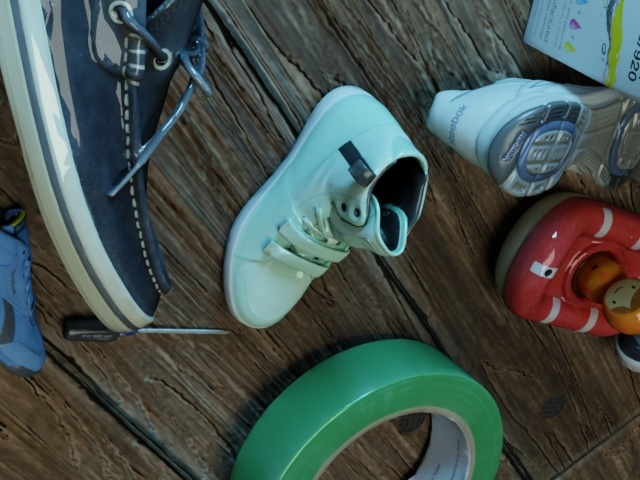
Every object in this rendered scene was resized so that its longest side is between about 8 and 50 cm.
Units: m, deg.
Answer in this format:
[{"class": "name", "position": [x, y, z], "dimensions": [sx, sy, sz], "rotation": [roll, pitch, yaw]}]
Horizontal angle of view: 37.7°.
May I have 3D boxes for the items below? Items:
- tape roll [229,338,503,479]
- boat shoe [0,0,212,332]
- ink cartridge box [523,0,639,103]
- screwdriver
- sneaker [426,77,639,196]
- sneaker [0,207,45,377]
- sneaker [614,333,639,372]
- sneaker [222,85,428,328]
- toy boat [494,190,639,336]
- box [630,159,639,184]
[{"class": "tape roll", "position": [0.055, 0.266, 1.045], "dimensions": [0.321, 0.077, 0.321], "rotation": [-16, 123, -27]}, {"class": "boat shoe", "position": [-0.147, -0.154, 0.666], "dimensions": [0.156, 0.187, 0.500], "rotation": [-10, 117, -13]}, {"class": "ink cartridge box", "position": [0.326, -0.214, 0.815], "dimensions": [0.168, 0.232, 0.171], "rotation": [-2, 119, -24]}, {"class": "screwdriver", "position": [-0.163, 0.083, 0.901], "dimensions": [0.170, 0.024, 0.025], "rotation": [-1, 90, -31]}, {"class": "sneaker", "position": [0.227, -0.118, 0.908], "dimensions": [0.297, 0.129, 0.111], "rotation": [-3, 119, -44]}, {"class": "sneaker", "position": [-0.267, 0.029, 0.788], "dimensions": [0.082, 0.069, 0.209], "rotation": [-28, 126, -12]}, {"class": "sneaker", "position": [0.467, 0.062, 1.089], "dimensions": [0.269, 0.101, 0.153], "rotation": [-20, 140, 9]}, {"class": "sneaker", "position": [0.000, -0.001, 0.842], "dimensions": [0.094, 0.151, 0.255], "rotation": [16, 112, -33]}, {"class": "toy boat", "position": [0.304, 0.046, 1.009], "dimensions": [0.231, 0.151, 0.151], "rotation": [14, 111, -31]}, {"class": "box", "position": [0.528, -0.095, 1.083], "dimensions": [0.322, 0.058, 0.232], "rotation": [25, 109, -35]}]
